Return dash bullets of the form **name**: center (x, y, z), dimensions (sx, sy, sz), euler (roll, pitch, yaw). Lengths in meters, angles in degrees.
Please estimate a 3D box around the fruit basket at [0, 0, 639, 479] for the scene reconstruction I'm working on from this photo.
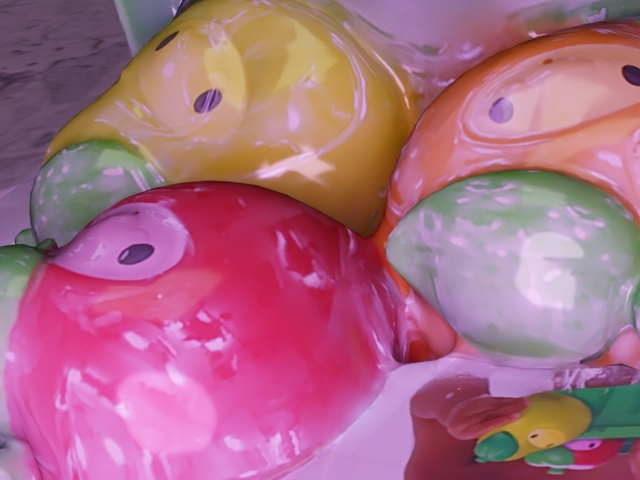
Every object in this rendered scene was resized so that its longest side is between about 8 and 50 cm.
- **fruit basket**: center (0.000, 0.000, 0.533), dimensions (0.327, 0.165, 0.353), euler (7, 29, 38)
